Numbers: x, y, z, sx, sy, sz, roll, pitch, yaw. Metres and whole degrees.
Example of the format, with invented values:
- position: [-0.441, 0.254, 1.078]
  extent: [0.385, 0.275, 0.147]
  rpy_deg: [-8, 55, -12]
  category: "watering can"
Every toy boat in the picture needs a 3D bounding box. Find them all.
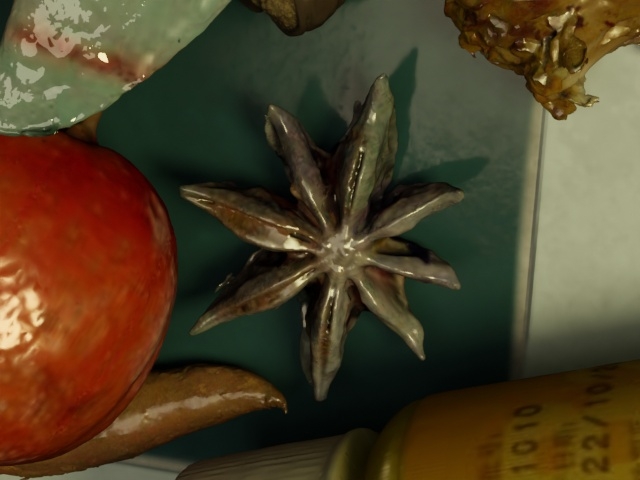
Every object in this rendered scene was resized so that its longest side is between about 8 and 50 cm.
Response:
- position: [-0.098, -0.179, 0.771]
  extent: [0.206, 0.096, 0.282]
  rpy_deg: [14, 101, -11]
  category: "toy boat"

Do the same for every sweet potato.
- position: [-0.168, 0.126, 0.995]
  extent: [0.314, 0.066, 0.072]
  rpy_deg: [-5, 112, 15]
  category: "sweet potato"

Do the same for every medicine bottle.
- position: [0.112, 0.191, 0.846]
  extent: [0.384, 0.224, 0.224]
  rpy_deg: [-11, 103, 19]
  category: "medicine bottle"

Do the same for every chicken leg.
- position: [0.170, -0.126, 0.808]
  extent: [0.207, 0.085, 0.101]
  rpy_deg: [1, 73, 9]
  category: "chicken leg"

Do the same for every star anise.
- position: [0.000, 0.000, 0.905]
  extent: [0.180, 0.061, 0.205]
  rpy_deg: [-7, 110, 6]
  category: "star anise"

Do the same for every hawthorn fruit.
- position: [-0.182, -0.006, 0.880]
  extent: [0.242, 0.242, 0.272]
  rpy_deg: [37, 98, 3]
  category: "hawthorn fruit"

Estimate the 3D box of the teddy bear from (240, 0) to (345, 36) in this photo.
- position: [-0.038, -0.191, 0.854]
  extent: [0.160, 0.078, 0.119]
  rpy_deg: [51, 153, 8]
  category: "teddy bear"
